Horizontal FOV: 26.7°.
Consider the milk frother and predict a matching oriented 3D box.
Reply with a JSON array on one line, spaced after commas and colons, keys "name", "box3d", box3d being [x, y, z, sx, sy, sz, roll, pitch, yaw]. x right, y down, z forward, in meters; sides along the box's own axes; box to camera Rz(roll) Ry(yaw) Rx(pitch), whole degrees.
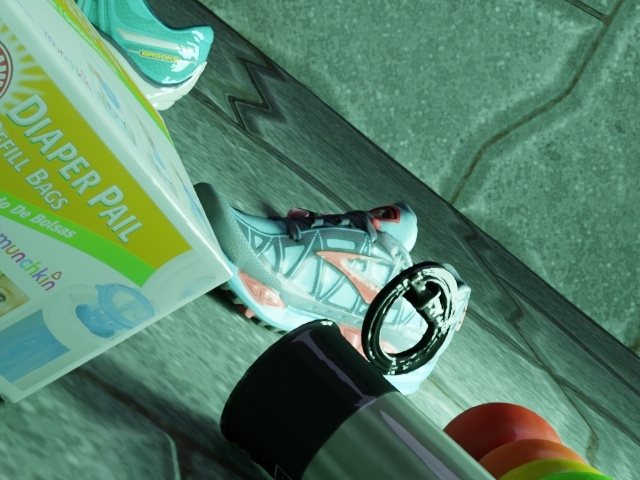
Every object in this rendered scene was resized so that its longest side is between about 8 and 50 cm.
[{"name": "milk frother", "box3d": [0.050, 0.095, 0.697, 0.135, 0.143, 0.129, 42, 2, 24]}]

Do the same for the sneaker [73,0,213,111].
[{"name": "sneaker", "box3d": [-0.225, -0.244, 1.303, 0.275, 0.110, 0.107, 38, 10, -6]}]

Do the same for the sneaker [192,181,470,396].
[{"name": "sneaker", "box3d": [0.008, 0.009, 0.984, 0.262, 0.125, 0.104, 32, 11, -38]}]

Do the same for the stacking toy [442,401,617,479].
[{"name": "stacking toy", "box3d": [0.132, 0.178, 0.743, 0.141, 0.141, 0.330, 37, 3, -17]}]

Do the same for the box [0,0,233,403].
[{"name": "box", "box3d": [-0.134, -0.043, 0.512, 0.103, 0.114, 0.203, 62, 5, 37]}]

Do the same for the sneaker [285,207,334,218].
[{"name": "sneaker", "box3d": [0.000, 0.000, 1.262, 0.057, 0.047, 0.119, 27, 8, -30]}]
